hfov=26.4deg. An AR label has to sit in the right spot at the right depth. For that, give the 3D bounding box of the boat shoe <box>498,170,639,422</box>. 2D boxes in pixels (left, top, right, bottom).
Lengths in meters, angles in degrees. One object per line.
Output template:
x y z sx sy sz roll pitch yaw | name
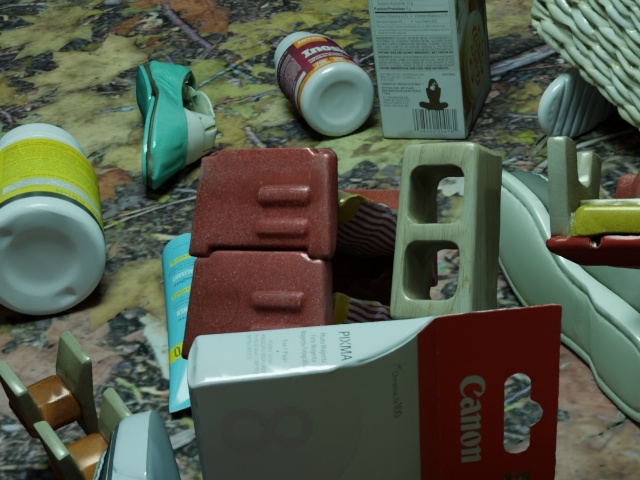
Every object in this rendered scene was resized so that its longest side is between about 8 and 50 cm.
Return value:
0.227 0.030 1.101 0.091 0.109 0.305 -16 37 -14 | boat shoe

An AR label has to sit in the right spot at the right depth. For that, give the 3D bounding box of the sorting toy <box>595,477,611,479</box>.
0.254 0.257 0.772 0.229 0.041 0.307 6 32 15 | sorting toy

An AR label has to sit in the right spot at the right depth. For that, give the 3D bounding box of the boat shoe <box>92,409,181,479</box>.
-0.140 0.234 0.839 0.105 0.113 0.306 -11 45 6 | boat shoe

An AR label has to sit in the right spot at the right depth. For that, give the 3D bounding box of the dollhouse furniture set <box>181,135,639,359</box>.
0.108 0.023 0.967 0.374 0.152 0.201 0 -7 29 | dollhouse furniture set

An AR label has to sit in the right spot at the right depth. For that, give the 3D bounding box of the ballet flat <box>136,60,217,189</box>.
-0.158 -0.134 1.514 0.087 0.083 0.247 2 30 -10 | ballet flat

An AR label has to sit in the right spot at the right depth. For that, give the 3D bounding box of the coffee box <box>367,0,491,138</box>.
0.117 -0.249 1.467 0.098 0.246 0.141 2 31 18 | coffee box

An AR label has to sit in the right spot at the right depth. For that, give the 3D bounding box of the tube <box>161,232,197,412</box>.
-0.102 0.071 1.178 0.080 0.052 0.207 -21 36 1 | tube

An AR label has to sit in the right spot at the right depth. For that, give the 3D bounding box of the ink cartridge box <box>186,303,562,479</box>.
0.041 0.136 0.879 0.232 0.189 0.066 -3 37 3 | ink cartridge box

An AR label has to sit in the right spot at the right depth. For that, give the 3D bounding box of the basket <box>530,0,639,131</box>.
0.424 -0.251 1.283 0.331 0.266 0.328 -23 58 -24 | basket

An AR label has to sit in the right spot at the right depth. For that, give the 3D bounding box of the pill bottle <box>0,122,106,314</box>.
-0.271 -0.028 1.315 0.119 0.119 0.208 -12 30 -6 | pill bottle

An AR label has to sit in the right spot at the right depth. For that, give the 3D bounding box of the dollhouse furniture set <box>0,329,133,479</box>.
-0.294 0.169 1.011 0.262 0.135 0.259 -24 45 -25 | dollhouse furniture set

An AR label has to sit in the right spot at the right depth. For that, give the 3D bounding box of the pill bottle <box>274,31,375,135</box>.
-0.002 -0.183 1.546 0.086 0.086 0.152 -16 31 -13 | pill bottle

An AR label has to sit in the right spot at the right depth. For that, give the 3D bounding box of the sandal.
0.314 -0.197 1.472 0.265 0.102 0.076 -28 38 -27 | sandal
